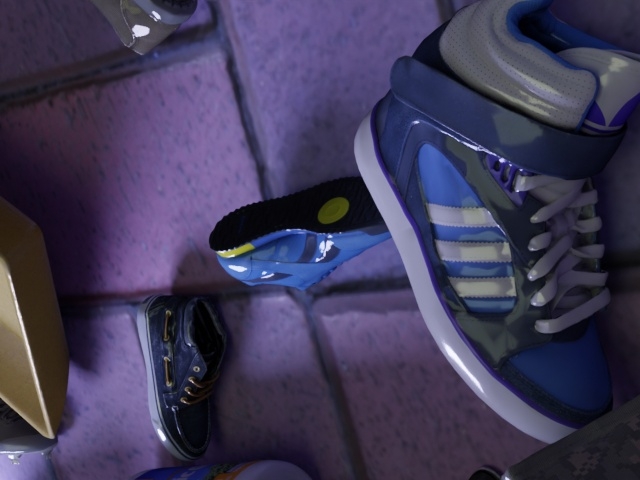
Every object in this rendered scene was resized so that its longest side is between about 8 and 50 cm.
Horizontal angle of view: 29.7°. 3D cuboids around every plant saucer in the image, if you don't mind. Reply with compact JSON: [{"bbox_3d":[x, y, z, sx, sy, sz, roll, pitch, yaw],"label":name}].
[{"bbox_3d":[-0.403,0.025,1.362,0.333,0.081,0.332,35,146,25],"label":"plant saucer"}]

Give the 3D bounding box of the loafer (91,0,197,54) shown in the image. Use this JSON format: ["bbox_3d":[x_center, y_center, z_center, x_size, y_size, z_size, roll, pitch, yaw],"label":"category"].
[{"bbox_3d":[-0.227,-0.271,1.146,0.251,0.094,0.087,47,125,16],"label":"loafer"}]

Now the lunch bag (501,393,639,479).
[{"bbox_3d":[0.248,0.287,0.889,0.235,0.169,0.287,54,161,32],"label":"lunch bag"}]

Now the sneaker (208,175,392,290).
[{"bbox_3d":[0.000,0.000,1.095,0.209,0.069,0.082,-12,131,33],"label":"sneaker"}]

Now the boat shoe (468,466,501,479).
[{"bbox_3d":[0.134,0.265,1.092,0.049,0.042,0.133,32,123,29],"label":"boat shoe"}]

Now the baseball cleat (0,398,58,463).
[{"bbox_3d":[-0.408,0.208,1.494,0.206,0.072,0.109,4,102,35],"label":"baseball cleat"}]

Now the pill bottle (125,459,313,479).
[{"bbox_3d":[-0.133,0.309,1.251,0.272,0.152,0.152,-13,98,41],"label":"pill bottle"}]

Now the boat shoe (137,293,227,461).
[{"bbox_3d":[-0.134,0.144,1.247,0.083,0.065,0.183,-4,103,42],"label":"boat shoe"}]

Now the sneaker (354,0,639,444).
[{"bbox_3d":[0.172,-0.027,0.887,0.236,0.130,0.322,-42,73,45],"label":"sneaker"}]
